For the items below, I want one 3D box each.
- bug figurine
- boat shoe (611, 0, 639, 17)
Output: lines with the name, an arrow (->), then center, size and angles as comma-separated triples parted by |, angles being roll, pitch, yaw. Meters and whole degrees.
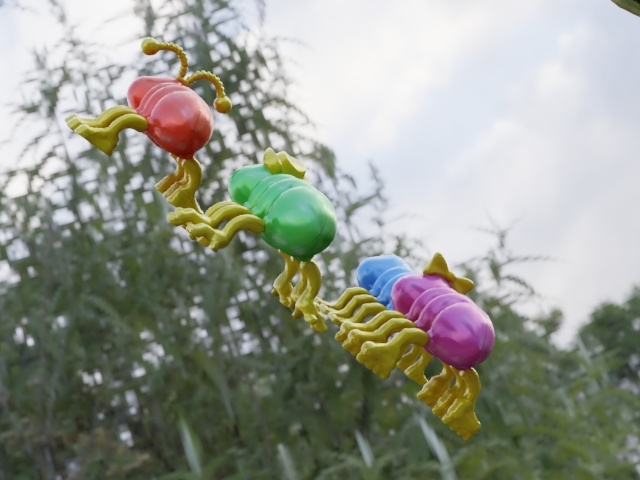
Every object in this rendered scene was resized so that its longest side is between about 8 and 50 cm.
bug figurine -> 0.000, 0.000, 0.758 | 0.279, 0.216, 0.072 | 38, -88, -29
boat shoe -> 0.129, -0.139, 0.543 | 0.109, 0.305, 0.091 | 1, -60, -55
